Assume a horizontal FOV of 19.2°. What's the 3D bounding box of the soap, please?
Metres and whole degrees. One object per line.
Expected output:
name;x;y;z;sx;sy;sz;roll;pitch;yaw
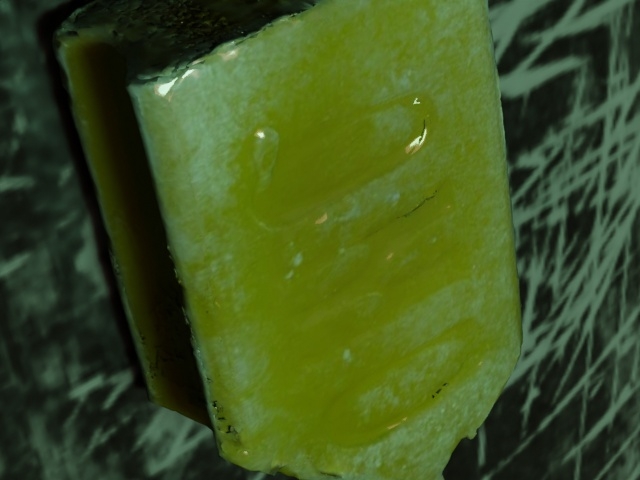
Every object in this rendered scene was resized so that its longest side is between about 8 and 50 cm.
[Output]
soap;0.000;0.000;0.766;0.160;0.080;0.257;-30;130;-23
